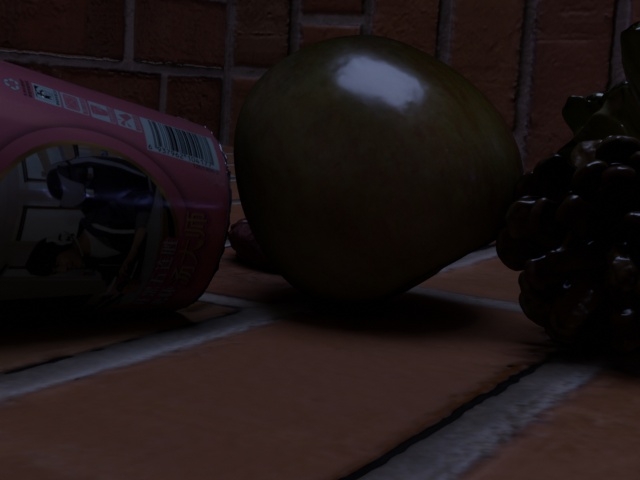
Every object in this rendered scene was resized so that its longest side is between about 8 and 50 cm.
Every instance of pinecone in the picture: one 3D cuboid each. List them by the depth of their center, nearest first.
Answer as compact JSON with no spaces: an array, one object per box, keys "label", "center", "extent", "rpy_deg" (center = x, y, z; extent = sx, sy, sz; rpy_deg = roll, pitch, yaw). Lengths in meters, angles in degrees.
[{"label":"pinecone","center":[0.227,0.005,0.805],"extent":[0.150,0.179,0.195],"rpy_deg":[6,14,-7]}]

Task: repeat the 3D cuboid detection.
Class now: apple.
[{"label":"apple","center":[0.048,-0.068,0.923],"extent":[0.257,0.234,0.257],"rpy_deg":[-24,-10,-5]}]

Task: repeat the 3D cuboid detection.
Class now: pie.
[{"label":"pie","center":[0.000,0.000,1.180],"extent":[0.219,0.054,0.204],"rpy_deg":[-1,9,-18]}]

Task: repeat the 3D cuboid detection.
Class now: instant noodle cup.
[{"label":"instant noodle cup","center":[-0.217,-0.031,0.803],"extent":[0.255,0.243,0.244],"rpy_deg":[8,4,-36]}]

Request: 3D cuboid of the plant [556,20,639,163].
[{"label":"plant","center":[0.331,-0.036,0.930],"extent":[0.261,0.297,0.306],"rpy_deg":[-2,-41,43]}]
